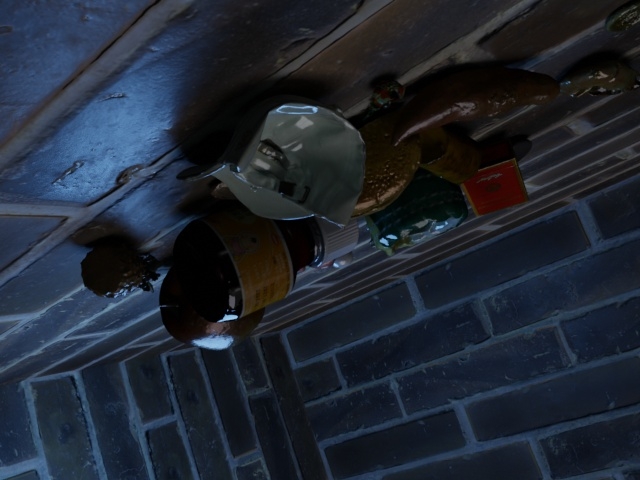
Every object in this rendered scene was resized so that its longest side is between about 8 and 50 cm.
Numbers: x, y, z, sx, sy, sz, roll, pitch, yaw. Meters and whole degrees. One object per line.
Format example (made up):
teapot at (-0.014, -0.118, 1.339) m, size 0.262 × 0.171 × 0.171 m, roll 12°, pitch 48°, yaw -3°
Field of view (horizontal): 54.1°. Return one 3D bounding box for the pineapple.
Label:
pineapple at (-0.436, 0.070, 1.424) m, size 0.128 × 0.128 × 0.248 m, roll -21°, pitch 172°, yaw 6°

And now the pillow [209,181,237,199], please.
pillow at (-0.115, -0.130, 1.235) m, size 0.211 × 0.034 × 0.135 m, roll -26°, pitch 169°, yaw 32°

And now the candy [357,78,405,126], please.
candy at (0.097, -0.236, 1.112) m, size 0.056 × 0.049 × 0.185 m, roll -8°, pitch 173°, yaw -16°

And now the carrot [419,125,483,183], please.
carrot at (0.276, -0.194, 1.380) m, size 0.114 × 0.114 × 0.302 m, roll -26°, pitch 164°, yaw 27°

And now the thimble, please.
thimble at (0.241, -0.081, 1.660) m, size 0.254 × 0.167 × 0.288 m, roll -6°, pitch 161°, yaw -43°

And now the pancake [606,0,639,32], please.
pancake at (0.563, -0.405, 1.120) m, size 0.108 × 0.017 × 0.108 m, roll -19°, pitch 171°, yaw -3°

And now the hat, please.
hat at (-0.087, -0.138, 1.059) m, size 0.301 × 0.168 × 0.258 m, roll 0°, pitch 160°, yaw 43°

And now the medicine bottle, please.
medicine bottle at (-0.113, 0.012, 1.421) m, size 0.395 × 0.242 × 0.242 m, roll -26°, pitch 173°, yaw -34°

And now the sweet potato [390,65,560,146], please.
sweet potato at (0.283, -0.264, 1.134) m, size 0.355 × 0.095 × 0.106 m, roll -18°, pitch 122°, yaw -14°

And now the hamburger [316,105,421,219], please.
hamburger at (0.078, -0.125, 1.211) m, size 0.283 × 0.156 × 0.144 m, roll -31°, pitch -178°, yaw 2°

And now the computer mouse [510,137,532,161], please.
computer mouse at (0.472, -0.208, 1.715) m, size 0.120 × 0.057 × 0.232 m, roll -5°, pitch 160°, yaw -46°

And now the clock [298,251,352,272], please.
clock at (0.000, 0.000, 1.665) m, size 0.162 × 0.165 × 0.093 m, roll -12°, pitch 166°, yaw -4°

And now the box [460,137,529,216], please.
box at (0.451, -0.160, 1.652) m, size 0.153 × 0.074 × 0.240 m, roll -14°, pitch 151°, yaw 21°

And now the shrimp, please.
shrimp at (0.614, -0.344, 1.359) m, size 0.267 × 0.061 × 0.145 m, roll -14°, pitch 175°, yaw -37°

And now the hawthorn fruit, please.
hawthorn fruit at (-0.306, 0.157, 1.676) m, size 0.268 × 0.267 × 0.301 m, roll -27°, pitch 162°, yaw 29°
